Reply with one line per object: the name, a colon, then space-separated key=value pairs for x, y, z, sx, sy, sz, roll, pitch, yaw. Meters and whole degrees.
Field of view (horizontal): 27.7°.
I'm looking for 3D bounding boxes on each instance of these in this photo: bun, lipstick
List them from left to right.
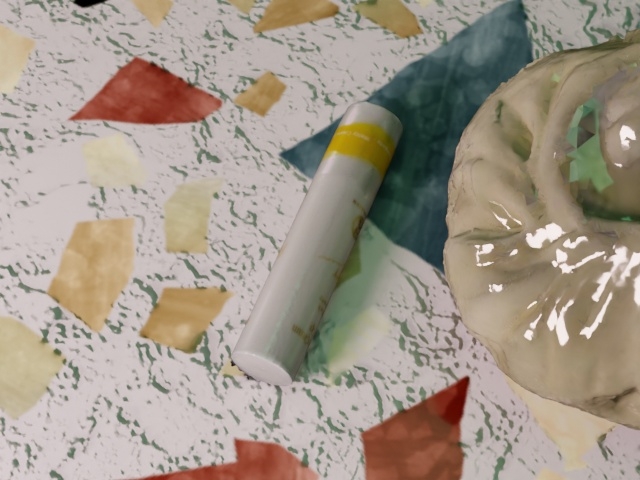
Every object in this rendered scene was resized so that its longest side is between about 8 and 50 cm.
lipstick: x=0.000 y=0.000 z=1.118 sx=0.059 sy=0.059 sz=0.264 roll=20 pitch=65 yaw=9
bun: x=0.265 y=-0.018 z=0.996 sx=0.359 sy=0.211 sz=0.360 roll=-4 pitch=80 yaw=21
